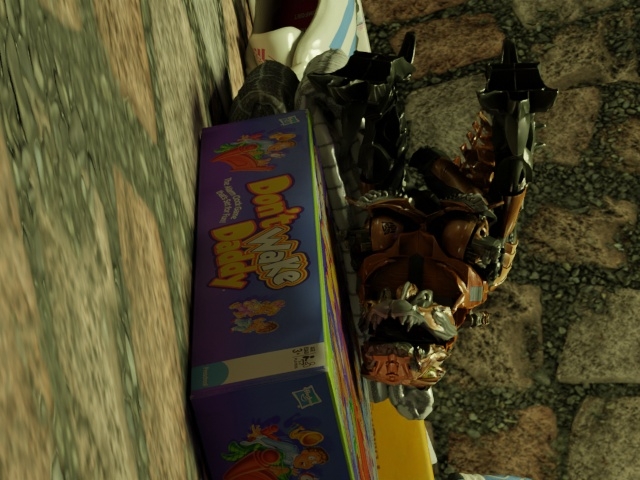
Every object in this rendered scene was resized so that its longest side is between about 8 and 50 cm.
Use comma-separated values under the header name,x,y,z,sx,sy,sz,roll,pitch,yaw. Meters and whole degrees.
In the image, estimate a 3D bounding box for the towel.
name,x,y,z,sx,sy,sz,roll,pitch,yaw
towel,0.000,0.000,1.585,0.235,0.121,0.284,-92,169,-80

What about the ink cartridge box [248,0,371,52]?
name,x,y,z,sx,sy,sz,roll,pitch,yaw
ink cartridge box,-0.014,-0.237,2.096,0.067,0.115,0.198,-95,173,-59

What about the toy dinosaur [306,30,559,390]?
name,x,y,z,sx,sy,sz,roll,pitch,yaw
toy dinosaur,0.078,-0.023,1.411,0.322,0.164,0.218,-101,-173,-64

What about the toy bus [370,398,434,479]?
name,x,y,z,sx,sy,sz,roll,pitch,yaw
toy bus,0.045,0.179,1.869,0.130,0.108,0.333,79,2,-64

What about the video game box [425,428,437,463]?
name,x,y,z,sx,sy,sz,roll,pitch,yaw
video game box,0.053,0.129,2.171,0.187,0.048,0.205,-125,-165,-72

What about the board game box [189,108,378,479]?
name,x,y,z,sx,sy,sz,roll,pitch,yaw
board game box,-0.017,0.096,1.260,0.347,0.078,0.233,-95,173,-62

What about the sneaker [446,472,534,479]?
name,x,y,z,sx,sy,sz,roll,pitch,yaw
sneaker,0.156,0.280,1.795,0.211,0.081,0.080,87,-3,-54

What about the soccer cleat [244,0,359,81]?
name,x,y,z,sx,sy,sz,roll,pitch,yaw
soccer cleat,-0.021,-0.120,1.876,0.143,0.116,0.331,24,56,-58
